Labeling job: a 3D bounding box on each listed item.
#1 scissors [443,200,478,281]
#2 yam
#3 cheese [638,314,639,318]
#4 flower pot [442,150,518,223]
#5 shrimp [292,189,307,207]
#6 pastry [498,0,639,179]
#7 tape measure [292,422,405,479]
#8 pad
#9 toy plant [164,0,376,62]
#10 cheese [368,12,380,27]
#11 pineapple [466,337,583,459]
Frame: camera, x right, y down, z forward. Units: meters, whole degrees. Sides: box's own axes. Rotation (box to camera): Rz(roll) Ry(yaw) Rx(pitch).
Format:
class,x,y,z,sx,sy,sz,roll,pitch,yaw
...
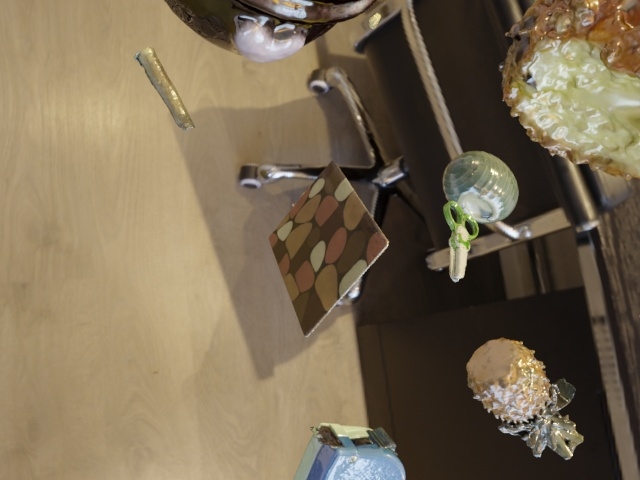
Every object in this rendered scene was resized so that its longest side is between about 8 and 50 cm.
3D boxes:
class,x,y,z,sx,sy,sz,roll,pitch,yaw
scissors,0.294,0.005,1.363,0.101,0.027,0.204,36,43,-19
yam,-0.222,-0.211,0.915,0.033,0.027,0.130,-28,91,-10
cheese,0.663,0.200,1.140,0.189,0.286,0.074,37,95,1
flower pot,0.458,-0.148,1.833,0.243,0.189,0.157,35,50,-27
shrimp,-0.038,-0.090,1.498,0.108,0.023,0.059,15,79,-65
pastry,0.457,-0.253,0.833,0.337,0.405,0.292,-45,138,-16
tape measure,0.018,0.499,1.173,0.215,0.098,0.351,14,108,-31
pad,0.000,0.000,0.841,0.003,0.235,0.158,30,109,-31
toy plant,-0.020,-0.229,0.377,0.218,0.235,0.176,10,58,-26
cheese,0.167,-0.680,1.984,0.030,0.083,0.044,44,102,-4
pineapple,0.422,0.324,1.280,0.170,0.141,0.310,-41,116,2
